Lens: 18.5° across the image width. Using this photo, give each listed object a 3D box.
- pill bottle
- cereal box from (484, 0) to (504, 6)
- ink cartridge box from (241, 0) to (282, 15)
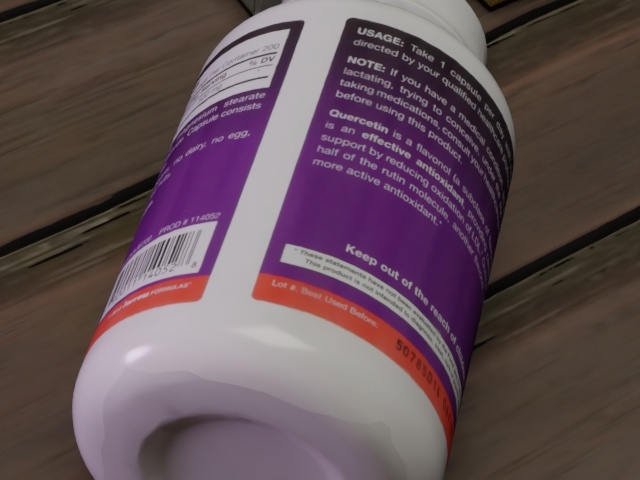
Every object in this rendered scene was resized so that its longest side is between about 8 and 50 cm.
[{"bbox_3d":[0.000,0.000,1.018,0.181,0.181,0.323,15,48,4],"label":"pill bottle"},{"bbox_3d":[0.112,-0.272,1.371,0.173,0.047,0.240,-24,57,-28],"label":"cereal box"},{"bbox_3d":[-0.032,-0.241,1.301,0.127,0.072,0.175,-20,55,-26],"label":"ink cartridge box"}]
